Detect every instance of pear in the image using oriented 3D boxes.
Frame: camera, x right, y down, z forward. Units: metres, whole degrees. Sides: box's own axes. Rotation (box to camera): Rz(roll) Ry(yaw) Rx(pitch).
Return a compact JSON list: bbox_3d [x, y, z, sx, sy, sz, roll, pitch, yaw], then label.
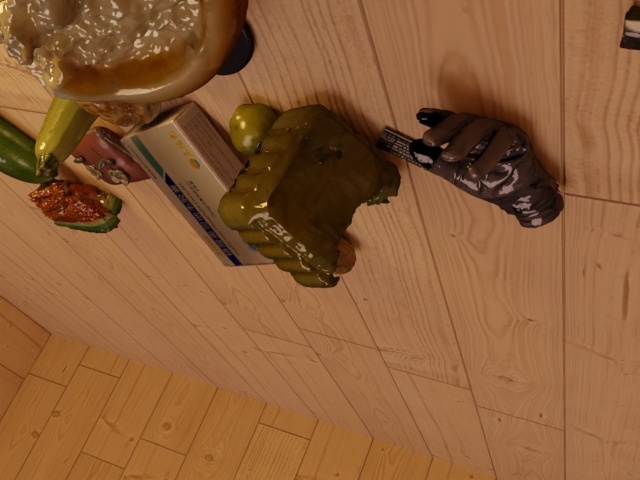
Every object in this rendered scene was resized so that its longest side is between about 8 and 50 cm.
[{"bbox_3d":[-0.104,-0.178,1.226,0.097,0.092,0.092,26,155,-3],"label":"pear"}]

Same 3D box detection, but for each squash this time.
[{"bbox_3d":[-0.754,-0.245,1.647,0.107,0.107,0.395,-5,142,47],"label":"squash"},{"bbox_3d":[-0.460,-0.201,1.339,0.094,0.224,0.094,14,151,8],"label":"squash"}]

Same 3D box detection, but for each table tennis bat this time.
[{"bbox_3d":[-0.187,-0.289,1.127,0.150,0.027,0.236,30,148,-13],"label":"table tennis bat"}]

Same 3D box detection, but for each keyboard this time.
[{"bbox_3d":[0.151,-0.135,1.166,0.129,0.015,0.049,26,155,-3],"label":"keyboard"}]

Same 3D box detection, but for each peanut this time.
[{"bbox_3d":[-0.002,0.001,1.496,0.089,0.089,0.193,-3,140,44],"label":"peanut"}]

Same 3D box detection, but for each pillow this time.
[{"bbox_3d":[-0.448,-0.169,1.559,0.179,0.075,0.171,-1,146,45],"label":"pillow"}]

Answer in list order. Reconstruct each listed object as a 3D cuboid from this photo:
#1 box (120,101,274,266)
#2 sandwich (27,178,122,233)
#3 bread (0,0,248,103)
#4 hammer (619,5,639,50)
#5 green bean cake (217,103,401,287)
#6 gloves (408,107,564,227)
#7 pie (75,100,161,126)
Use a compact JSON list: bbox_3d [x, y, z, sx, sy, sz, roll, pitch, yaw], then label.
[{"bbox_3d":[-0.210,-0.094,1.426,0.200,0.065,0.343,-6,129,48],"label":"box"},{"bbox_3d":[-0.585,-0.097,1.801,0.184,0.109,0.160,5,149,25],"label":"sandwich"},{"bbox_3d":[-0.256,-0.333,0.834,0.328,0.245,0.424,-16,155,-5],"label":"bread"},{"bbox_3d":[0.345,-0.301,0.645,0.111,0.043,0.365,15,152,21],"label":"hammer"},{"bbox_3d":[-0.004,-0.065,1.164,0.233,0.236,0.124,39,164,-26],"label":"green bean cake"},{"bbox_3d":[0.230,-0.106,1.042,0.285,0.119,0.142,25,148,-38],"label":"gloves"},{"bbox_3d":[-0.360,-0.271,1.272,0.193,0.079,0.163,37,152,-23],"label":"pie"}]
